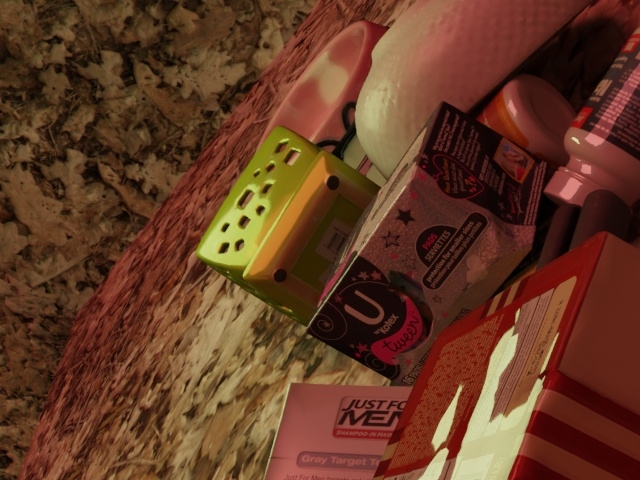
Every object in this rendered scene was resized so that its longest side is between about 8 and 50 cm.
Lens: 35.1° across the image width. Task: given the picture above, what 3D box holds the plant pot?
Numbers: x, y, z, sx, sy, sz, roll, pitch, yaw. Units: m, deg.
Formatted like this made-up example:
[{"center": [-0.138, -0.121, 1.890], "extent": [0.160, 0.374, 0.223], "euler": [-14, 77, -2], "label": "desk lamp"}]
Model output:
[{"center": [0.000, 0.000, 1.365], "extent": [0.227, 0.228, 0.207], "euler": [-58, 24, -3], "label": "plant pot"}]

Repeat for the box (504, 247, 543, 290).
[{"center": [0.210, 0.102, 0.902], "extent": [0.087, 0.058, 0.232], "euler": [-43, 22, 35], "label": "box"}]

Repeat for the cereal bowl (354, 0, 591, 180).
[{"center": [0.167, -0.232, 1.247], "extent": [0.339, 0.141, 0.339], "euler": [-42, -1, -1], "label": "cereal bowl"}]

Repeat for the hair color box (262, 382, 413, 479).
[{"center": [0.031, 0.299, 0.794], "extent": [0.185, 0.113, 0.374], "euler": [-2, 50, 22], "label": "hair color box"}]

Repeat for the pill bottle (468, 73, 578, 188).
[{"center": [0.189, -0.082, 1.161], "extent": [0.216, 0.121, 0.121], "euler": [-42, 24, 38], "label": "pill bottle"}]

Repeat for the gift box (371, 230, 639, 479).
[{"center": [0.175, 0.178, 0.535], "extent": [0.255, 0.258, 0.276], "euler": [-62, 7, -20], "label": "gift box"}]

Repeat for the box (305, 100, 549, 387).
[{"center": [0.109, 0.009, 1.073], "extent": [0.247, 0.142, 0.163], "euler": [-58, 3, 40], "label": "box"}]

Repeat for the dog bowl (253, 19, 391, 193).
[{"center": [0.033, -0.190, 1.703], "extent": [0.408, 0.150, 0.408], "euler": [-48, 20, 24], "label": "dog bowl"}]

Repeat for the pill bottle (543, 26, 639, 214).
[{"center": [0.292, -0.099, 0.945], "extent": [0.180, 0.108, 0.108], "euler": [-56, 18, 2], "label": "pill bottle"}]

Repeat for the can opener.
[{"center": [0.173, 0.064, 0.814], "extent": [0.076, 0.095, 0.283], "euler": [-30, 28, 53], "label": "can opener"}]
